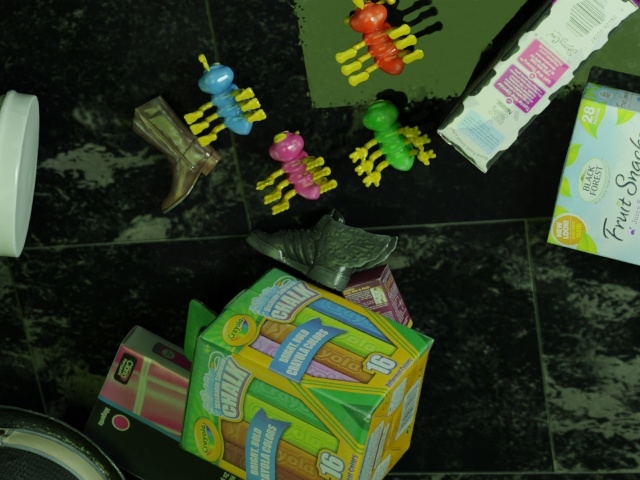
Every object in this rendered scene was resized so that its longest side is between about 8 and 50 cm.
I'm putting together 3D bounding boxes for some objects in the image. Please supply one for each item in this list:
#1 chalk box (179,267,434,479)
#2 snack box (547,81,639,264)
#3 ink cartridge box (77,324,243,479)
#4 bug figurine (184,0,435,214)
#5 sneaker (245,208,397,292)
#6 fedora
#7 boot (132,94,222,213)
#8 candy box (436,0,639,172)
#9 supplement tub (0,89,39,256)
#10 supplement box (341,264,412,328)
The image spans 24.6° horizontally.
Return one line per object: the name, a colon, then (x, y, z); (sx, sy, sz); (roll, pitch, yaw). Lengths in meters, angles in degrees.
chalk box: (-0.045, 0.166, 1.709); (0.289, 0.179, 0.180); (22, 126, 19)
snack box: (0.366, -0.060, 1.586); (0.207, 0.070, 0.174); (14, 116, 11)
ink cartridge box: (-0.113, 0.269, 1.867); (0.371, 0.069, 0.176); (27, 117, 1)
bug figurine: (0.000, -0.149, 1.650); (0.279, 0.072, 0.216); (-19, 112, 17)
sneaker: (-0.001, 0.000, 1.724); (0.170, 0.051, 0.089); (27, 94, 24)
fedora: (-0.406, 0.373, 1.877); (0.334, 0.152, 0.334); (7, 114, 15)
boot: (-0.190, -0.103, 1.741); (0.114, 0.037, 0.106); (42, 104, -8)
candy box: (0.231, -0.195, 1.517); (0.071, 0.159, 0.233); (40, 116, -2)
supplement tub: (-0.497, -0.092, 1.700); (0.316, 0.228, 0.228); (7, 115, -5)
supplement box: (0.067, 0.079, 1.743); (0.055, 0.043, 0.083); (-15, 108, 23)
